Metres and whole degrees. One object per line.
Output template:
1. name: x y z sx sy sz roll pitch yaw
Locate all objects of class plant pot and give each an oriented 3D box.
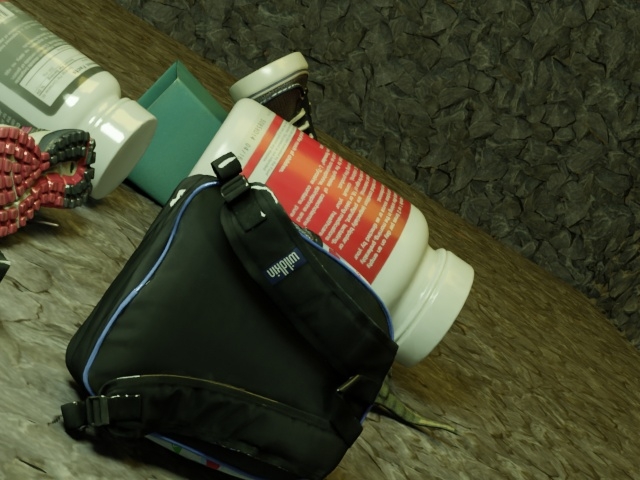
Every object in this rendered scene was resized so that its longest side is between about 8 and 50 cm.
1. plant pot: -0.191 -0.124 1.943 0.234 0.166 0.165 44 8 -16

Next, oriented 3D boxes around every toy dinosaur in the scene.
1. toy dinosaur: 0.062 0.179 1.659 0.268 0.064 0.118 30 19 -33

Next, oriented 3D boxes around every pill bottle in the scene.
1. pill bottle: 0.000 0.000 1.777 0.408 0.229 0.229 33 12 -6
2. pill bottle: -0.369 -0.188 1.683 0.283 0.161 0.161 36 11 4

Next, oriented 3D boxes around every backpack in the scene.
1. backpack: -0.075 0.095 1.185 0.263 0.276 0.213 35 -2 -15

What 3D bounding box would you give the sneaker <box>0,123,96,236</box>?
1. sneaker: -0.361 -0.071 1.405 0.112 0.120 0.299 7 6 16

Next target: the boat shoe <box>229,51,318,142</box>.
1. boat shoe: -0.048 -0.176 1.925 0.158 0.127 0.340 62 -1 1

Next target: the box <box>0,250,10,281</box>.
1. box: -0.462 -0.064 1.131 0.322 0.079 0.257 43 13 35
